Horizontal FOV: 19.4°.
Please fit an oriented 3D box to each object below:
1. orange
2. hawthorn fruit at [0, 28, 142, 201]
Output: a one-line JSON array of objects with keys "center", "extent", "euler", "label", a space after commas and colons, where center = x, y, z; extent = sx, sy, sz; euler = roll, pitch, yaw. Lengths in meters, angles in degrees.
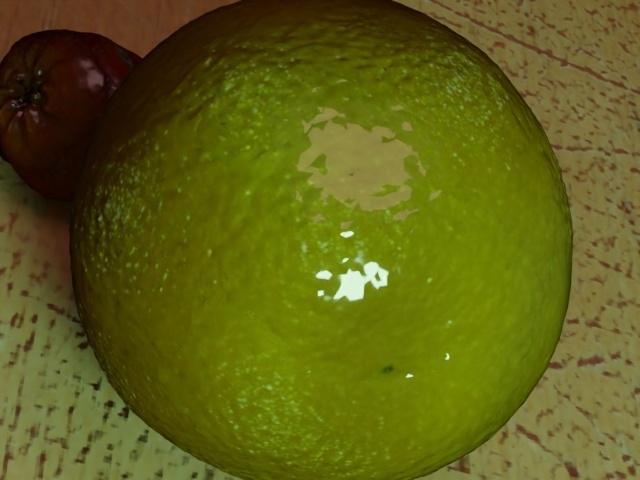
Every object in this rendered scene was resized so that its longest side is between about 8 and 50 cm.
[{"center": [0.000, 0.000, 0.810], "extent": [0.236, 0.236, 0.236], "euler": [17, 39, -14], "label": "orange"}, {"center": [-0.117, -0.062, 0.924], "extent": [0.093, 0.093, 0.093], "euler": [17, 39, -14], "label": "hawthorn fruit"}]
